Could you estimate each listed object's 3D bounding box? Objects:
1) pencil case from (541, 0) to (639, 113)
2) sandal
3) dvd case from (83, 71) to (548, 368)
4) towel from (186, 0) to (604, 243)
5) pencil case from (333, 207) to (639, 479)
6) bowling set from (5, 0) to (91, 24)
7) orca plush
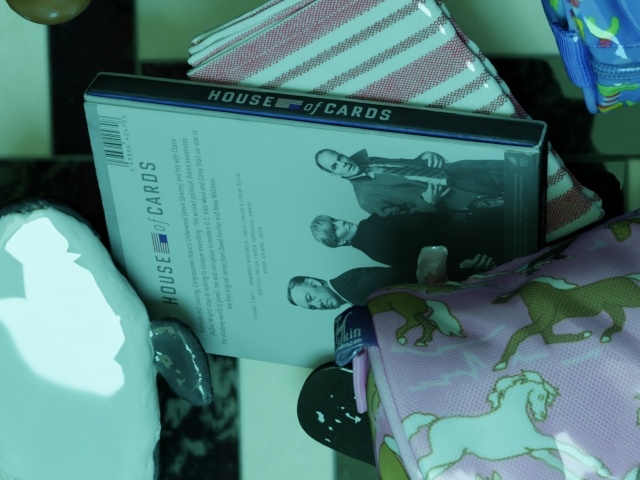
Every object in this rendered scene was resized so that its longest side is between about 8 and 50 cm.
[{"bbox_3d":[0.255,-0.145,0.916,0.306,0.133,0.119,-11,128,17],"label":"pencil case"},{"bbox_3d":[0.071,0.119,1.030,0.179,0.040,0.067,20,108,-3],"label":"sandal"},{"bbox_3d":[0.000,0.000,1.007,0.238,0.030,0.179,8,133,14],"label":"dvd case"},{"bbox_3d":[0.039,-0.057,0.983,0.144,0.029,0.197,-24,119,36],"label":"towel"},{"bbox_3d":[0.204,0.035,0.891,0.386,0.160,0.167,-21,91,0],"label":"pencil case"},{"bbox_3d":[-0.095,-0.219,1.010,0.287,0.154,0.200,48,124,3],"label":"bowling set"},{"bbox_3d":[-0.123,0.101,1.073,0.151,0.102,0.287,-29,107,3],"label":"orca plush"}]
